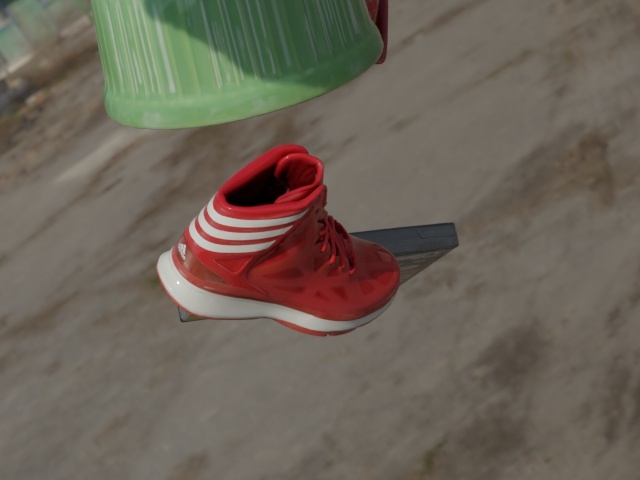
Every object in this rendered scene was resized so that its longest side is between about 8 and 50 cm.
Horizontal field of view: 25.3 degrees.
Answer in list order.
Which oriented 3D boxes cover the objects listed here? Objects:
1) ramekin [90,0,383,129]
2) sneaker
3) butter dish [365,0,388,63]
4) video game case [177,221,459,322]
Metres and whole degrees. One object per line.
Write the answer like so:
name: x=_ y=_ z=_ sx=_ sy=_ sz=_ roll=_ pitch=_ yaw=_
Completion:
ramekin: x=-0.096 y=-0.240 z=1.491 sx=0.304 sy=0.148 sz=0.303 roll=-11 pitch=22 yaw=5
sneaker: x=0.000 y=0.000 z=1.044 sx=0.221 sy=0.087 sz=0.128 roll=-2 pitch=-39 yaw=-44
butter dish: x=0.015 y=-0.311 z=1.731 sx=0.118 sy=0.160 sz=0.160 roll=110 pitch=166 yaw=-54
video game case: x=-0.011 y=0.038 z=1.647 sx=0.275 sy=0.035 sz=0.248 roll=-7 pitch=-13 yaw=-18
